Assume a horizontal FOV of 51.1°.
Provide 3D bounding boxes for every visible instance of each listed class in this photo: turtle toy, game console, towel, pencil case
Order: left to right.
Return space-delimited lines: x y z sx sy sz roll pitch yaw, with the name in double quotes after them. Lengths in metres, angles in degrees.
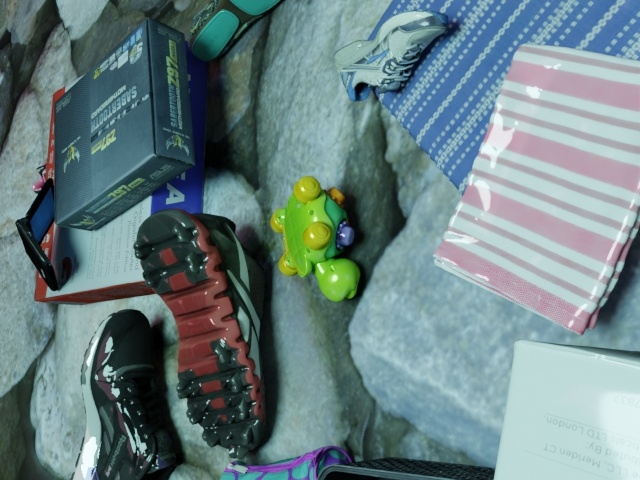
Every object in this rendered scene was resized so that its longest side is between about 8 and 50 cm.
-0.361 -0.005 0.902 0.107 0.071 0.122 53 155 8 "game console"
-0.037 0.242 0.657 0.151 0.064 0.070 -24 100 37 "pencil case"
0.000 0.000 0.675 0.095 0.066 0.130 -45 53 56 "turtle toy"
0.177 -0.157 0.571 0.243 0.040 0.336 -52 49 25 "towel"
0.173 -0.046 0.503 0.144 0.029 0.197 29 103 45 "towel"

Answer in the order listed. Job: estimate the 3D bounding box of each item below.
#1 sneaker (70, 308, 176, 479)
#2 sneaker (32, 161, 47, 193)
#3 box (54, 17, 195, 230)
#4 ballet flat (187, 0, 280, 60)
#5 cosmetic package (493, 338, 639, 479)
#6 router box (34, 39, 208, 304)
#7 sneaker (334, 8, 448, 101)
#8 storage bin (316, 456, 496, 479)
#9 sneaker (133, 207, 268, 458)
-0.222 0.230 0.831 0.124 0.107 0.284 4 87 29 "sneaker"
-0.446 -0.120 1.131 0.119 0.057 0.047 -55 48 18 "sneaker"
-0.252 -0.135 0.832 0.232 0.059 0.184 -23 66 38 "box"
-0.104 -0.306 0.847 0.188 0.070 0.070 -30 61 32 "ballet flat"
0.182 0.256 0.347 0.156 0.217 0.385 5 86 44 "cosmetic package"
-0.289 -0.088 0.956 0.301 0.082 0.336 -11 73 42 "router box"
0.070 -0.169 0.630 0.135 0.052 0.058 -18 79 51 "sneaker"
0.088 0.242 0.527 0.180 0.084 0.122 -10 74 41 "storage bin"
-0.104 0.092 0.736 0.097 0.135 0.276 -15 94 28 "sneaker"
